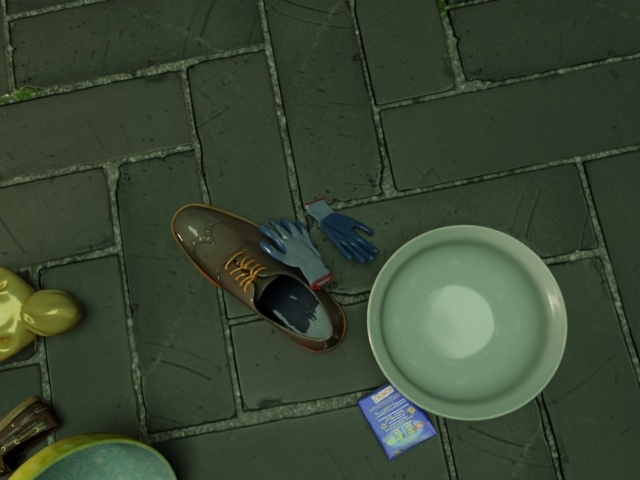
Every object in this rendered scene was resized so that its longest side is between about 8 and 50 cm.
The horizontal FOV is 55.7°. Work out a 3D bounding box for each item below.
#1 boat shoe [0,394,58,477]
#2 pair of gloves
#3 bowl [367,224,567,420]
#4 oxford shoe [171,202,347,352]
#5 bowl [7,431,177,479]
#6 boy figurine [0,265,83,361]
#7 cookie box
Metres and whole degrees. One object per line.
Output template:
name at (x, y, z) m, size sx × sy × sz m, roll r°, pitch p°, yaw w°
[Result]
boat shoe at (-0.534, 0.356, 1.013) m, size 0.207 × 0.073 × 0.073 m, roll -44°, pitch 79°, yaw -4°
pair of gloves at (0.000, 0.000, 1.019) m, size 0.198 × 0.023 × 0.159 m, roll -24°, pitch 60°, yaw -36°
bowl at (0.223, 0.131, 0.972) m, size 0.298 × 0.134 × 0.297 m, roll -1°, pitch 80°, yaw 3°
oxford shoe at (-0.106, 0.048, 1.007) m, size 0.364 × 0.133 × 0.130 m, roll 34°, pitch 85°, yaw 9°
bowl at (-0.380, 0.415, 0.934) m, size 0.156 × 0.289 × 0.289 m, roll 15°, pitch 79°, yaw 49°
boy figurine at (-0.553, 0.123, 1.045) m, size 0.285 × 0.092 × 0.177 m, roll -8°, pitch 80°, yaw 2°
cookie box at (0.125, 0.289, 0.998) m, size 0.092 × 0.040 × 0.107 m, roll -29°, pitch 80°, yaw -1°
